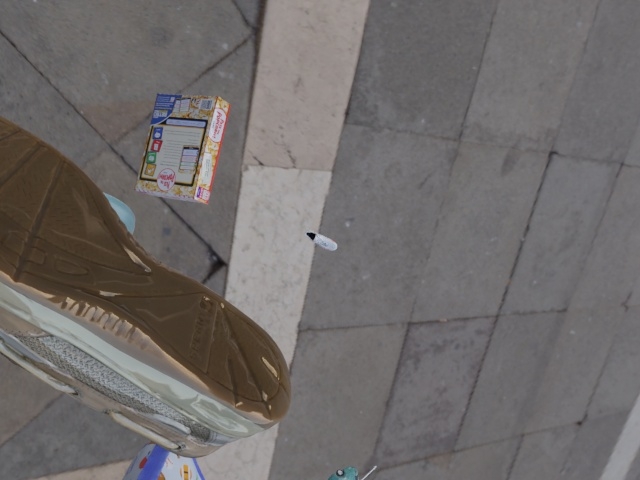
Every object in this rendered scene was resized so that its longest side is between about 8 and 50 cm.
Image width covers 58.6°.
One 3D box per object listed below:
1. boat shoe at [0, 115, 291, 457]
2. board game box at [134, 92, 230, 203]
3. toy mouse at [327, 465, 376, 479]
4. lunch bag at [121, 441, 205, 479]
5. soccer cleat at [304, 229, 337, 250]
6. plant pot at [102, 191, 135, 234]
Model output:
[{"bbox_3d":[-0.174,0.041,0.375,0.110,0.122,0.341,-38,110,24],"label":"boat shoe"},{"bbox_3d":[-0.259,-0.173,1.064,0.045,0.146,0.194,22,79,-63],"label":"board game box"},{"bbox_3d":[0.018,0.419,0.926,0.161,0.031,0.143,-42,141,-3],"label":"toy mouse"},{"bbox_3d":[-0.377,0.654,1.201,0.238,0.328,0.386,13,105,-1],"label":"lunch bag"},{"bbox_3d":[0.000,0.000,1.338,0.029,0.083,0.035,-62,164,9],"label":"soccer cleat"},{"bbox_3d":[-0.492,0.046,1.034,0.293,0.293,0.196,10,64,-35],"label":"plant pot"}]
